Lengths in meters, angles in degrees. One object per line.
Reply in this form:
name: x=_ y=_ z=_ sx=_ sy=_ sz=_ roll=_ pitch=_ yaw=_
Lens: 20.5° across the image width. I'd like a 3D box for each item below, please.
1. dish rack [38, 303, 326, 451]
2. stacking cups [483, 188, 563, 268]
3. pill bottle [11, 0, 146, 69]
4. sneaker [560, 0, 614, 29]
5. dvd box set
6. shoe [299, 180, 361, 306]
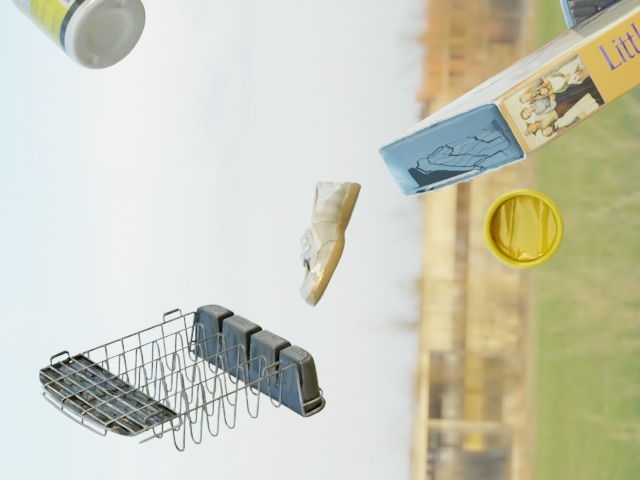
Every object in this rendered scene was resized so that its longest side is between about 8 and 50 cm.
dish rack: x=-0.154 y=0.154 z=1.897 sx=0.208 sy=0.271 sz=0.074 roll=23 pitch=123 yaw=45
stacking cups: x=0.268 y=-0.016 z=2.223 sx=0.316 sy=0.096 sz=0.096 roll=-4 pitch=-84 yaw=-78
pill bottle: x=-0.331 y=-0.322 z=2.301 sx=0.208 sy=0.119 sz=0.119 roll=43 pitch=151 yaw=33
sneaker: x=0.299 y=-0.314 z=1.932 sx=0.131 sy=0.112 sz=0.319 roll=99 pitch=172 yaw=-62
dvd box set: x=0.278 y=-0.183 z=1.626 sx=0.062 sy=0.420 sz=0.307 roll=59 pitch=162 yaw=-4
shoe: x=0.000 y=0.000 z=2.213 sx=0.219 sy=0.058 sz=0.076 roll=-71 pitch=3 yaw=-49
